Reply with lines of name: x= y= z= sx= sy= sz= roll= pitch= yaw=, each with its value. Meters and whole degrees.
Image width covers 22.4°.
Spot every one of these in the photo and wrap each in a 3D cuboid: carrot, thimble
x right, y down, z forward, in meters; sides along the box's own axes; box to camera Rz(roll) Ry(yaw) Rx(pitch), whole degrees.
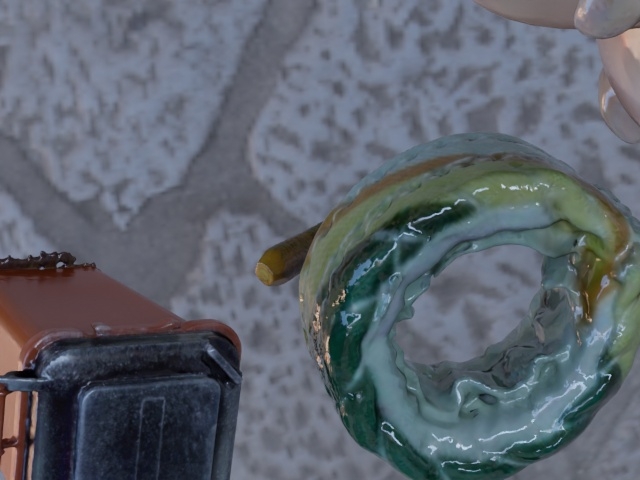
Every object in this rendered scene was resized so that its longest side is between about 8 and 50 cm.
carrot: x=0.000 y=0.000 z=1.721 sx=0.042 sy=0.170 sz=0.042 roll=31 pitch=136 yaw=35
thimble: x=0.127 y=0.050 z=1.297 sx=0.288 sy=0.167 sz=0.254 roll=-32 pitch=112 yaw=3

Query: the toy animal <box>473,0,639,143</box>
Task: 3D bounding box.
toy animal: x=0.154 y=-0.177 z=0.814 sx=0.277 sy=0.247 sz=0.345 roll=9 pitch=111 yaw=34

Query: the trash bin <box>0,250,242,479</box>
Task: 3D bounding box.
trash bin: x=-0.185 y=0.107 z=1.170 sx=0.238 sy=0.184 sz=0.161 roll=31 pitch=118 yaw=54
